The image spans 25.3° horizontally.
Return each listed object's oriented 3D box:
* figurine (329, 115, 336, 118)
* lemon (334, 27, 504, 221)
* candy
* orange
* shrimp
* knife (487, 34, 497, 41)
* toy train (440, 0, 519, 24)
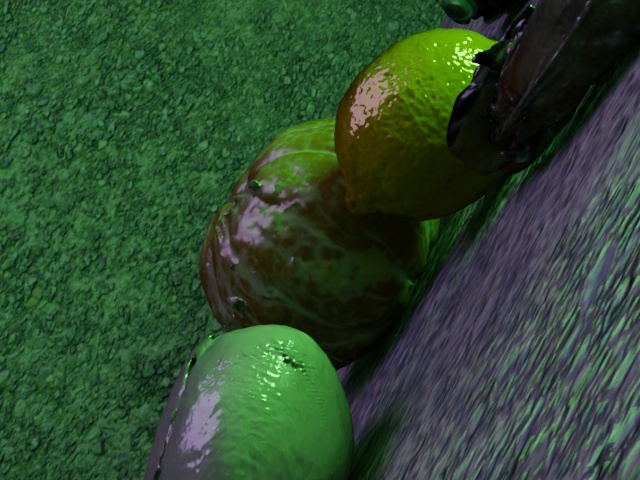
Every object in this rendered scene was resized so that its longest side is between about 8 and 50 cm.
[{"bbox_3d":[0.070,-0.135,2.250,0.382,0.186,0.261,-170,81,-83],"label":"figurine"},{"bbox_3d":[0.119,-0.123,1.506,0.256,0.188,0.188,-42,3,-2],"label":"lemon"},{"bbox_3d":[-0.067,0.219,1.343,0.295,0.185,0.296,-166,90,-89],"label":"candy"},{"bbox_3d":[0.000,0.000,1.710,0.329,0.249,0.329,-57,12,19],"label":"orange"},{"bbox_3d":[0.255,-0.230,1.276,0.446,0.110,0.221,-53,0,32],"label":"shrimp"},{"bbox_3d":[0.201,-0.221,2.361,0.278,0.053,0.123,-57,-1,21],"label":"knife"},{"bbox_3d":[0.309,-0.496,2.358,0.238,0.167,0.299,-34,25,59],"label":"toy train"}]
